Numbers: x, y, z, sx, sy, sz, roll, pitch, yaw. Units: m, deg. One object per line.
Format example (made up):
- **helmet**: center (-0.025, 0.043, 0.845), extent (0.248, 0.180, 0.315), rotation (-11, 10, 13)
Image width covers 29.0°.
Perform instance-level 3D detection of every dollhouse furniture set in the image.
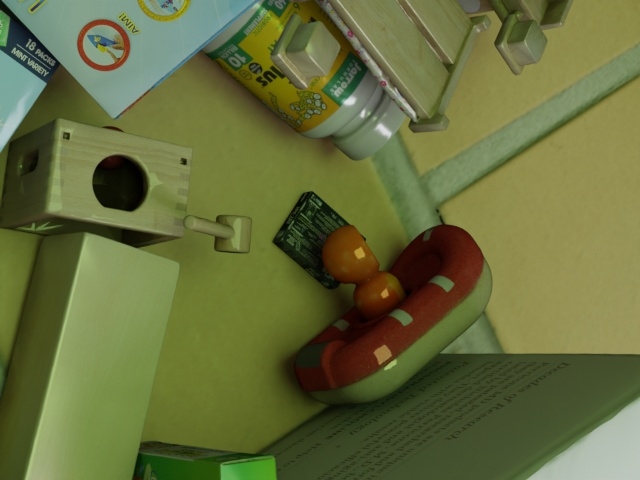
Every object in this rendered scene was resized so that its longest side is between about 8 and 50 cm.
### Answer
- **dollhouse furniture set**: center (0.067, -0.205, 1.222), extent (0.303, 0.174, 0.355), rotation (47, 56, -36)

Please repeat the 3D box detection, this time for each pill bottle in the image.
- **pill bottle**: center (-0.014, -0.176, 1.232), extent (0.208, 0.118, 0.117), rotation (40, 66, -23)

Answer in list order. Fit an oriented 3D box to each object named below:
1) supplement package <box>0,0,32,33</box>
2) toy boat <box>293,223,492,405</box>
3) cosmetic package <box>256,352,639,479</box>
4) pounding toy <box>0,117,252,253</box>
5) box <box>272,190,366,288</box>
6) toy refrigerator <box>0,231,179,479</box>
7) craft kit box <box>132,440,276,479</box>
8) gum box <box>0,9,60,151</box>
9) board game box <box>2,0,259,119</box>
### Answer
- **supplement package**: center (-0.256, -0.218, 1.094), extent (0.179, 0.105, 0.105), rotation (-6, 88, -32)
- **toy boat**: center (0.057, 0.051, 1.236), extent (0.231, 0.151, 0.151), rotation (-37, 100, -30)
- **cosmetic package**: center (0.143, 0.314, 1.117), extent (0.327, 0.394, 0.329), rotation (-27, 100, -31)
- **pounding toy**: center (-0.152, -0.048, 1.096), extent (0.206, 0.181, 0.094), rotation (11, 79, -31)
- **box**: center (0.000, 0.000, 1.281), extent (0.083, 0.018, 0.067), rotation (40, 66, -22)
- **toy refrigerator**: center (-0.217, 0.136, 1.092), extent (0.102, 0.094, 0.269), rotation (20, 75, -36)
- **craft kit box**: center (-0.108, 0.302, 1.049), extent (0.061, 0.247, 0.249), rotation (-1, 85, -33)
- **gum box**: center (-0.318, -0.116, 0.977), extent (0.157, 0.041, 0.184), rotation (37, 83, -35)
- **board game box**: center (-0.147, -0.306, 0.956), extent (0.302, 0.086, 0.308), rotation (-37, 109, 13)
